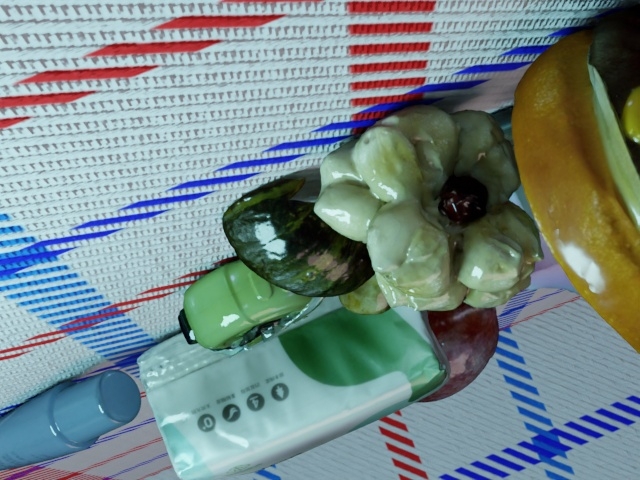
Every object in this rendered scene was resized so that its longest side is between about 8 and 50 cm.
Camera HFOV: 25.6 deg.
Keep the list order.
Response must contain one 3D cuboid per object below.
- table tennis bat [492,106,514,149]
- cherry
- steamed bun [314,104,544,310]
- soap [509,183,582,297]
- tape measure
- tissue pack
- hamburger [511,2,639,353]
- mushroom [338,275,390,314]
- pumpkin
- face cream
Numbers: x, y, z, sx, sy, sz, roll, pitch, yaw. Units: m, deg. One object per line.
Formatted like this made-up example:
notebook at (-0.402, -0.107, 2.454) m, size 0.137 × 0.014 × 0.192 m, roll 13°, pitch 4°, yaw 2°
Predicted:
table tennis bat at (0.160, -0.078, 1.419) m, size 0.149 × 0.038 × 0.237 m, roll -27°, pitch 167°, yaw -4°
cherry at (0.186, 0.157, 2.233) m, size 0.192 × 0.175 × 0.250 m, roll 7°, pitch 148°, yaw -46°
steamed bun at (0.094, -0.035, 1.176) m, size 0.192 × 0.177 × 0.106 m, roll -3°, pitch 152°, yaw -23°
soap at (0.351, -0.034, 1.595) m, size 0.324 × 0.193 × 0.109 m, roll -17°, pitch 166°, yaw -21°
tape measure at (-0.073, 0.066, 1.501) m, size 0.177 × 0.087 × 0.154 m, roll -33°, pitch 164°, yaw 34°
tissue pack at (-0.021, 0.164, 1.784) m, size 0.356 × 0.194 × 0.266 m, roll -23°, pitch 170°, yaw 4°
hamburger at (0.334, -0.067, 1.109) m, size 0.250 × 0.330 × 0.330 m, roll -33°, pitch 165°, yaw 37°
mushroom at (0.111, 0.012, 1.596) m, size 0.107 × 0.087 × 0.333 m, roll -57°, pitch 162°, yaw 21°
pumpkin at (0.000, 0.000, 1.300) m, size 0.119 × 0.107 × 0.183 m, roll -25°, pitch 168°, yaw 40°
face cream at (-0.369, 0.247, 1.791) m, size 0.385 × 0.086 × 0.135 m, roll -25°, pitch 167°, yaw 41°
